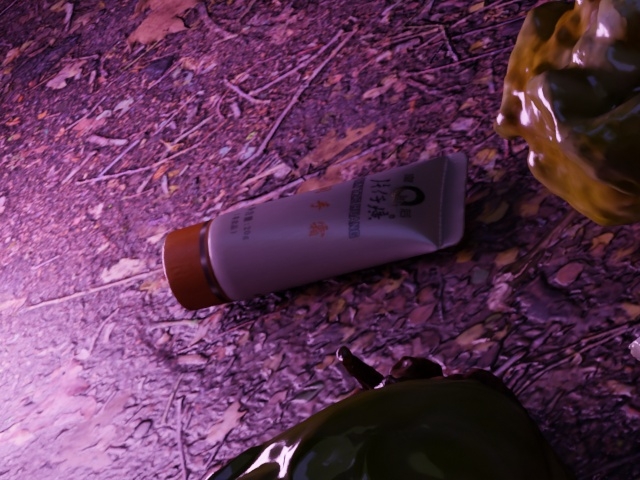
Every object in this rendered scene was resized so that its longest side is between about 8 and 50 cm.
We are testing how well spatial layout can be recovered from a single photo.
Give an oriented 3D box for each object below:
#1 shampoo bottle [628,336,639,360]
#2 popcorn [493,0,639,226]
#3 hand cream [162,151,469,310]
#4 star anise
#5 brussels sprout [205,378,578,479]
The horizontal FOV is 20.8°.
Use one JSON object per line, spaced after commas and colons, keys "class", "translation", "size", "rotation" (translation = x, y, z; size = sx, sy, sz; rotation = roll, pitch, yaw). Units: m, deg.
{"class": "shampoo bottle", "translation": [0.312, 0.057, 1.376], "size": [0.141, 0.034, 0.049], "rotation": [-37, 25, -6]}
{"class": "popcorn", "translation": [0.302, -0.133, 1.417], "size": [0.294, 0.334, 0.292], "rotation": [22, 78, 8]}
{"class": "hand cream", "translation": [0.000, 0.000, 1.719], "size": [0.314, 0.089, 0.139], "rotation": [-15, 38, 17]}
{"class": "star anise", "translation": [0.062, 0.145, 1.405], "size": [0.196, 0.111, 0.212], "rotation": [-11, -21, -34]}
{"class": "brussels sprout", "translation": [0.048, 0.226, 1.173], "size": [0.328, 0.328, 0.247], "rotation": [-36, 73, -2]}
